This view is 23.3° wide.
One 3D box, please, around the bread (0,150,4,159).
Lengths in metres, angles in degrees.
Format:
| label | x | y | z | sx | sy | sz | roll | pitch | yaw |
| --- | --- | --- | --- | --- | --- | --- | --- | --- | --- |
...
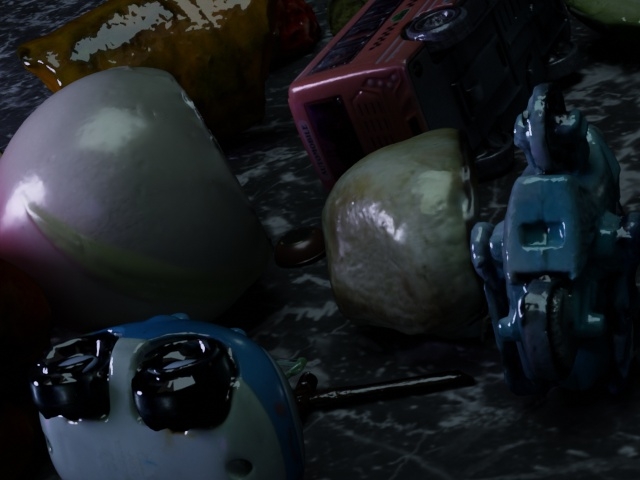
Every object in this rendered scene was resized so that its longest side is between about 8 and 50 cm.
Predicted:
| label | x | y | z | sx | sy | sz | roll | pitch | yaw |
| --- | --- | --- | --- | --- | --- | --- | --- | --- | --- |
| bread | -0.380 | 0.024 | 1.790 | 0.204 | 0.163 | 0.262 | 28 | 93 | 55 |

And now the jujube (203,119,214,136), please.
| label | x | y | z | sx | sy | sz | roll | pitch | yaw |
| --- | --- | --- | --- | --- | --- | --- | --- | --- | --- |
| jujube | -0.225 | -0.088 | 1.888 | 0.183 | 0.183 | 0.243 | -5 | 13 | 26 |

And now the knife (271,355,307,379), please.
| label | x | y | z | sx | sy | sz | roll | pitch | yaw |
| --- | --- | --- | --- | --- | --- | --- | --- | --- | --- |
| knife | -0.085 | 0.159 | 1.480 | 0.166 | 0.022 | 0.078 | -35 | 13 | -31 |

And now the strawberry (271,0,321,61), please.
| label | x | y | z | sx | sy | sz | roll | pitch | yaw |
| --- | --- | --- | --- | --- | --- | --- | --- | --- | --- |
| strawberry | -0.142 | -0.362 | 2.429 | 0.265 | 0.149 | 0.336 | -13 | 24 | 12 |

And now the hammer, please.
| label | x | y | z | sx | sy | sz | roll | pitch | yaw |
| --- | --- | --- | --- | --- | --- | --- | --- | --- | --- |
| hammer | 0.055 | 0.135 | 1.443 | 0.178 | 0.021 | 0.065 | -11 | 25 | 13 |

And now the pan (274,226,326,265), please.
| label | x | y | z | sx | sy | sz | roll | pitch | yaw |
| --- | --- | --- | --- | --- | --- | --- | --- | --- | --- |
| pan | 0.000 | -0.001 | 1.748 | 0.115 | 0.023 | 0.068 | -10 | 25 | 15 |

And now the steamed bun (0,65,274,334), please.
| label | x | y | z | sx | sy | sz | roll | pitch | yaw |
| --- | --- | --- | --- | --- | --- | --- | --- | --- | --- |
| steamed bun | -0.224 | -0.017 | 1.626 | 0.309 | 0.309 | 0.309 | -14 | 25 | 7 |

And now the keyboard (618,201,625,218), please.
| label | x | y | z | sx | sy | sz | roll | pitch | yaw |
| --- | --- | --- | --- | --- | --- | --- | --- | --- | --- |
| keyboard | 0.288 | -0.060 | 1.697 | 0.061 | 0.013 | 0.204 | -14 | 25 | 7 |

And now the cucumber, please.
| label | x | y | z | sx | sy | sz | roll | pitch | yaw |
| --- | --- | --- | --- | --- | --- | --- | --- | --- | --- |
| cucumber | 0.437 | -0.282 | 1.956 | 0.145 | 0.105 | 0.325 | -46 | 33 | -17 |

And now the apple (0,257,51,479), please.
| label | x | y | z | sx | sy | sz | roll | pitch | yaw |
| --- | --- | --- | --- | --- | --- | --- | --- | --- | --- |
| apple | -0.415 | 0.119 | 1.488 | 0.317 | 0.288 | 0.288 | 2 | 31 | 26 |

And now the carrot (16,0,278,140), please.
| label | x | y | z | sx | sy | sz | roll | pitch | yaw |
| --- | --- | --- | --- | --- | --- | --- | --- | --- | --- |
| carrot | -0.212 | -0.230 | 2.093 | 0.341 | 0.241 | 0.241 | -25 | 26 | -9 |

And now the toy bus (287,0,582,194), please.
| label | x | y | z | sx | sy | sz | roll | pitch | yaw |
| --- | --- | --- | --- | --- | --- | --- | --- | --- | --- |
| toy bus | 0.149 | -0.221 | 1.900 | 0.233 | 0.203 | 0.427 | -6 | 30 | 34 |

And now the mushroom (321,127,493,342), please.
| label | x | y | z | sx | sy | sz | roll | pitch | yaw |
| --- | --- | --- | --- | --- | --- | --- | --- | --- | --- |
| mushroom | 0.081 | -0.007 | 1.514 | 0.164 | 0.189 | 0.267 | -11 | 25 | 7 |

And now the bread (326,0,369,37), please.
| label | x | y | z | sx | sy | sz | roll | pitch | yaw |
| --- | --- | --- | --- | --- | --- | --- | --- | --- | --- |
| bread | 0.067 | -0.342 | 2.292 | 0.111 | 0.129 | 0.114 | -47 | 10 | 38 |

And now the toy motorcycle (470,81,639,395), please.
| label | x | y | z | sx | sy | sz | roll | pitch | yaw |
| --- | --- | --- | --- | --- | --- | --- | --- | --- | --- |
| toy motorcycle | 0.217 | 0.005 | 1.353 | 0.154 | 0.260 | 0.206 | -3 | -13 | 26 |

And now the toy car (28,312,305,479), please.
| label | x | y | z | sx | sy | sz | roll | pitch | yaw |
| --- | --- | --- | --- | --- | --- | --- | --- | --- | --- |
| toy car | -0.116 | 0.152 | 1.329 | 0.255 | 0.188 | 0.190 | 0 | 24 | 37 |

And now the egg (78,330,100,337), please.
| label | x | y | z | sx | sy | sz | roll | pitch | yaw |
| --- | --- | --- | --- | --- | --- | --- | --- | --- | --- |
| egg | -0.208 | 0.133 | 1.542 | 0.110 | 0.085 | 0.085 | 10 | 33 | 16 |
